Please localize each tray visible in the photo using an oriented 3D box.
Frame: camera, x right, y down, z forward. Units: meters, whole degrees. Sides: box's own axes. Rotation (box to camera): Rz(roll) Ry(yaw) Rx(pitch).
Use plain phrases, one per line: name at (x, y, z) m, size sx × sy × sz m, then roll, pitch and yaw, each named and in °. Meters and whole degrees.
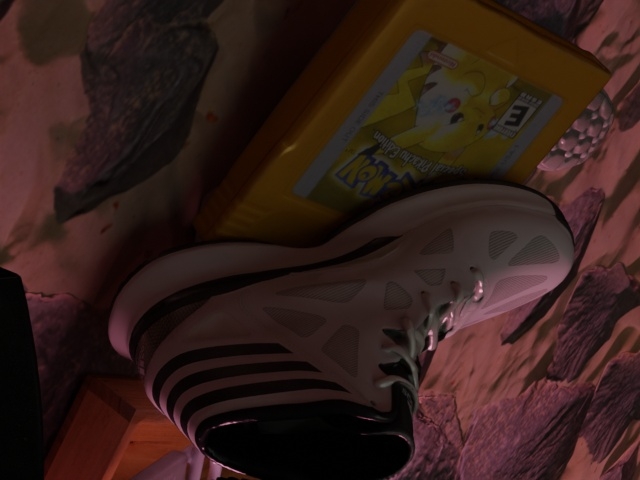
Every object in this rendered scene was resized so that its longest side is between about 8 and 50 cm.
tray at (-0.118, 0.239, 1.926) m, size 0.411 × 0.076 × 0.203 m, roll 10°, pitch 110°, yaw -57°

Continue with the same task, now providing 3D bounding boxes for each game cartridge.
game cartridge at (0.073, -0.076, 1.774) m, size 0.285 × 0.052 × 0.323 m, roll 20°, pitch 114°, yaw -44°

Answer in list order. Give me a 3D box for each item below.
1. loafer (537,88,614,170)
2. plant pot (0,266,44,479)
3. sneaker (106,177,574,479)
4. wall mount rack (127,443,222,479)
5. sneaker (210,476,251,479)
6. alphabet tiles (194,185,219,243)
loafer at (0.184, -0.145, 1.949) m, size 0.319 × 0.111 × 0.112 m, roll 16°, pitch 111°, yaw -54°
plant pot at (-0.315, 0.090, 1.433) m, size 0.188 × 0.187 × 0.167 m, roll -5°, pitch 109°, yaw -52°
sneaker at (0.065, 0.104, 1.712) m, size 0.447 × 0.257 × 0.169 m, roll -13°, pitch 135°, yaw -23°
wall mount rack at (-0.132, 0.321, 1.701) m, size 0.350 × 0.130 × 0.304 m, roll -31°, pitch 135°, yaw -60°
sneaker at (-0.017, 0.283, 1.664) m, size 0.343 × 0.134 × 0.146 m, roll 16°, pitch 96°, yaw -59°
alphabet tiles at (0.000, 0.000, 1.865) m, size 0.284 × 0.021 × 0.278 m, roll -10°, pitch 123°, yaw -38°
